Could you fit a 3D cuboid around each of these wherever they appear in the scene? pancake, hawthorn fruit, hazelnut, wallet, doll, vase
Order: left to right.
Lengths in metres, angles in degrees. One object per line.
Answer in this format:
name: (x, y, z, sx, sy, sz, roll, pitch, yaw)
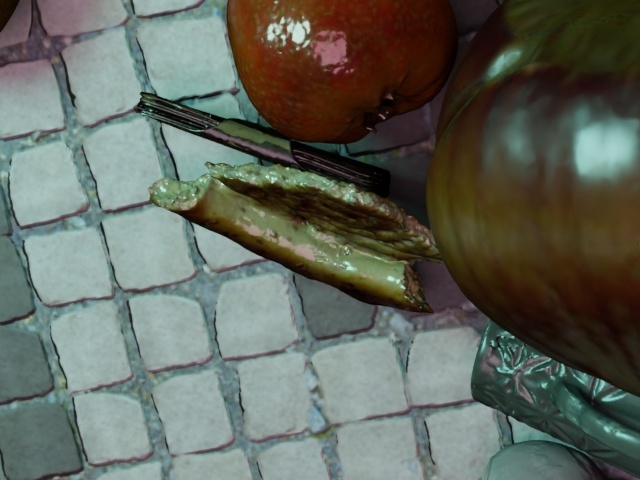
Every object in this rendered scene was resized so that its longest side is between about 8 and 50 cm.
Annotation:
wallet: (-0.047, -0.086, 1.656, 0.232, 0.122, 0.031, 20, 92, 6)
pancake: (0.000, -0.001, 1.654, 0.257, 0.212, 0.056, 8, 68, 41)
hawthorn fruit: (0.003, -0.196, 1.592, 0.196, 0.196, 0.225, -36, 78, 16)
doll: (0.278, 0.278, 1.677, 0.287, 0.151, 0.151, 18, 106, 2)
vase: (0.282, 0.142, 1.616, 0.301, 0.251, 0.156, 19, 105, 19)
hazelnut: (0.270, -0.047, 1.462, 0.409, 0.359, 0.359, -4, 106, 50)

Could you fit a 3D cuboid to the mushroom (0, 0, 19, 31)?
mushroom: (-0.372, -0.276, 1.649, 0.253, 0.153, 0.253, 4, 114, 9)
